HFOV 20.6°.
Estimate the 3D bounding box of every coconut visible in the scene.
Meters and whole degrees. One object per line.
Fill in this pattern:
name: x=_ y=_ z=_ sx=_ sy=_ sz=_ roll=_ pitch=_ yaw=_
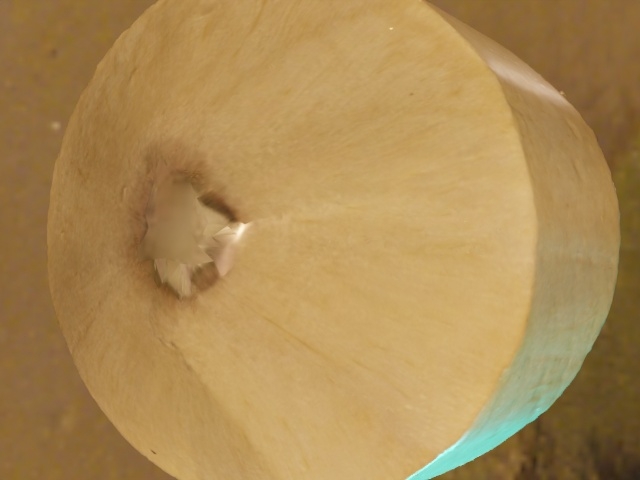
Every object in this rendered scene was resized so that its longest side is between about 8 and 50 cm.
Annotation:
coconut: x=0.000 y=0.000 z=0.656 sx=0.222 sy=0.202 sz=0.202 roll=9 pitch=86 yaw=-64
